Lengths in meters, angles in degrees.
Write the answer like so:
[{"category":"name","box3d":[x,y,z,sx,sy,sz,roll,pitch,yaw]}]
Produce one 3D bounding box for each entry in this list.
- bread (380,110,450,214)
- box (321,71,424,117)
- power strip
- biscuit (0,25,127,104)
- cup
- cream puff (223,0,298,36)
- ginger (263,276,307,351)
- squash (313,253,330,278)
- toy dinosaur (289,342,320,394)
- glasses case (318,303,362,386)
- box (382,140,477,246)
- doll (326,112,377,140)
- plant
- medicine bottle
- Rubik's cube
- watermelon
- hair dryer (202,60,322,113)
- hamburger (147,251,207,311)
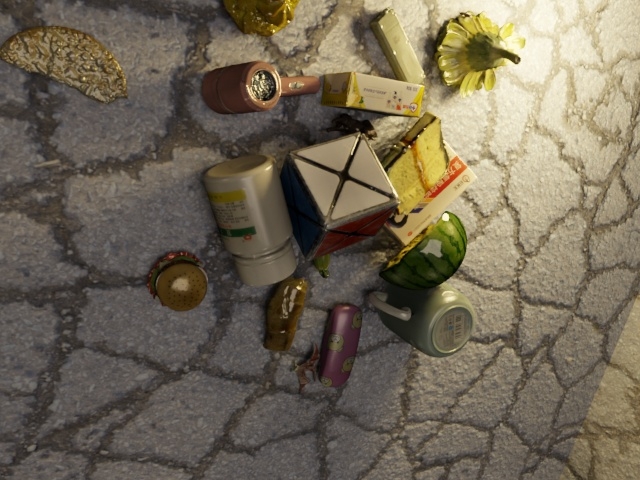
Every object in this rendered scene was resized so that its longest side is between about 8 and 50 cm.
[{"category":"bread","box3d":[0.286,-0.231,1.585,0.198,0.236,0.263,40,81,6]},{"category":"box","box3d":[0.157,-0.436,1.558,0.265,0.168,0.097,1,103,-26]},{"category":"power strip","box3d":[0.245,-0.591,1.615,0.078,0.052,0.272,-42,121,-9]},{"category":"biscuit","box3d":[-0.597,-0.435,1.242,0.290,0.038,0.141,19,97,-32]},{"category":"cup","box3d":[0.344,0.250,1.818,0.357,0.274,0.259,14,99,-31]},{"category":"cream puff","box3d":[-0.130,-0.630,1.340,0.195,0.195,0.221,39,90,-31]},{"category":"ginger","box3d":[-0.120,0.238,1.677,0.109,0.116,0.262,18,106,10]},{"category":"squash","box3d":[0.000,0.000,1.678,0.066,0.066,0.252,-8,109,-25]},{"category":"toy dinosaur","box3d":[-0.053,0.454,1.824,0.108,0.032,0.220,7,113,-33]},{"category":"glasses case","box3d":[0.070,0.374,1.833,0.123,0.076,0.316,4,105,-28]},{"category":"box","box3d":[0.330,-0.171,1.740,0.353,0.069,0.214,-42,91,-7]},{"category":"doll","box3d":[0.111,-0.346,1.597,0.139,0.165,0.057,33,127,5]},{"category":"plant","box3d":[0.519,-0.630,1.669,0.306,0.297,0.261,-34,89,4]},{"category":"medicine bottle","box3d":[-0.190,-0.055,1.478,0.208,0.208,0.339,-22,115,-20]},{"category":"Rubik's cube","box3d":[0.041,-0.127,1.498,0.255,0.259,0.260,-20,75,-22]},{"category":"watermelon","box3d":[0.363,0.060,1.711,0.189,0.331,0.331,42,84,9]},{"category":"hair dryer","box3d":[-0.119,-0.423,1.413,0.353,0.210,0.125,-19,110,-37]},{"category":"hamburger","box3d":[-0.398,0.122,1.474,0.175,0.137,0.175,-9,108,-27]}]
